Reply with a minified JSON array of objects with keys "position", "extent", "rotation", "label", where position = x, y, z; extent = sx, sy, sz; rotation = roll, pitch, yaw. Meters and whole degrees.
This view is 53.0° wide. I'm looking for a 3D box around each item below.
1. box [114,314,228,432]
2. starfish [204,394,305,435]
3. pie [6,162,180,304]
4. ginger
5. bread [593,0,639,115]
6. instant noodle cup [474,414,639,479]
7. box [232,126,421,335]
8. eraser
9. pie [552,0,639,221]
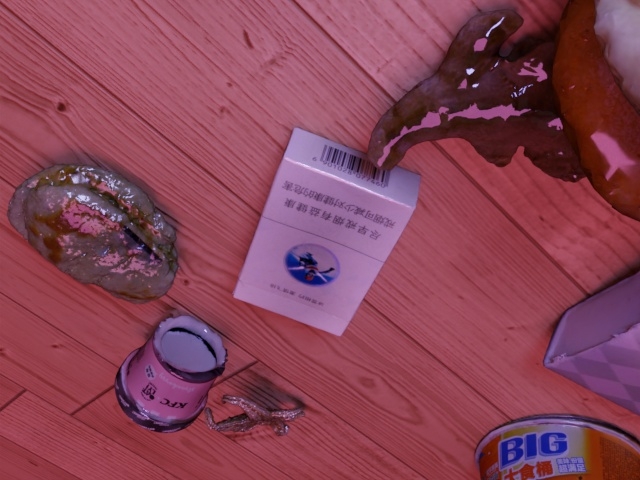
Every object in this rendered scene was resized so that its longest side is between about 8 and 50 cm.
[{"position":[-0.228,0.204,1.015],"extent":[0.151,0.151,0.135],"rotation":[31,122,-14],"label":"box"},{"position":[-0.108,0.314,1.107],"extent":[0.150,0.053,0.209],"rotation":[-12,150,18],"label":"starfish"},{"position":[-0.304,-0.001,0.882],"extent":[0.201,0.090,0.248],"rotation":[-30,122,31],"label":"pie"},{"position":[0.219,-0.137,0.632],"extent":[0.333,0.080,0.166],"rotation":[8,114,9],"label":"ginger"},{"position":[0.326,-0.157,0.352],"extent":[0.320,0.237,0.320],"rotation":[17,121,29],"label":"bread"},{"position":[0.388,0.450,1.024],"extent":[0.296,0.214,0.296],"rotation":[8,133,9],"label":"instant noodle cup"},{"position":[0.000,0.000,0.817],"extent":[0.164,0.069,0.256],"rotation":[21,132,-5],"label":"box"},{"position":[0.515,0.181,0.821],"extent":[0.397,0.082,0.213],"rotation":[27,146,-10],"label":"eraser"},{"position":[0.324,-0.135,0.542],"extent":[0.273,0.069,0.273],"rotation":[0,101,2],"label":"pie"}]
